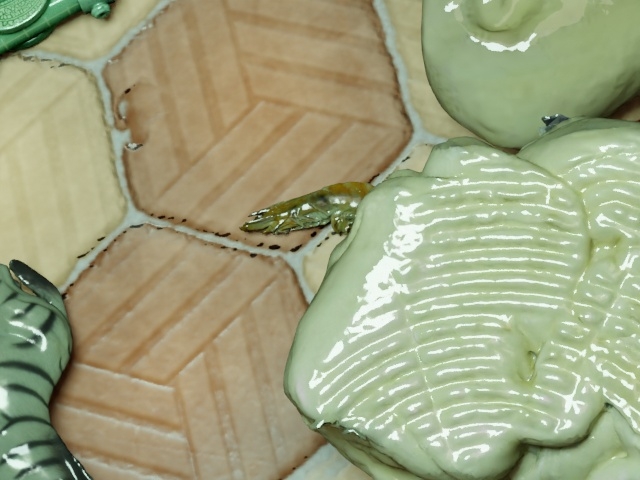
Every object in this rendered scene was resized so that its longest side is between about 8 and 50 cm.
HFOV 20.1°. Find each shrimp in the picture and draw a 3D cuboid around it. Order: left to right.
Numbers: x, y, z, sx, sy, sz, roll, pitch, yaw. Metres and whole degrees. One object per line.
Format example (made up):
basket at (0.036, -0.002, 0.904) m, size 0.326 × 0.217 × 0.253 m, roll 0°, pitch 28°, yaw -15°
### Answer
shrimp at (0.000, 0.000, 1.309) m, size 0.114 × 0.023 × 0.083 m, roll -9°, pitch 71°, yaw -1°

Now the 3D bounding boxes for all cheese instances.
cheese at (0.241, -0.197, 1.299) m, size 0.351 × 0.129 × 0.328 m, roll 20°, pitch 70°, yaw 16°

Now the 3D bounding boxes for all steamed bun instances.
steamed bun at (0.149, 0.057, 1.175) m, size 0.320 × 0.206 × 0.275 m, roll 10°, pitch 85°, yaw 10°

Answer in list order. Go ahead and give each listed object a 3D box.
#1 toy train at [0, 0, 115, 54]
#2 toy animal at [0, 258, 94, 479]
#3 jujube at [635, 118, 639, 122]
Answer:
toy train at (-0.240, -0.190, 1.388) m, size 0.178 × 0.071 × 0.104 m, roll -29°, pitch 76°, yaw -3°
toy animal at (-0.215, 0.115, 1.266) m, size 0.176 × 0.073 × 0.217 m, roll 10°, pitch 65°, yaw 4°
jujube at (0.264, -0.067, 1.276) m, size 0.129 × 0.077 × 0.077 m, roll -25°, pitch 68°, yaw 4°
